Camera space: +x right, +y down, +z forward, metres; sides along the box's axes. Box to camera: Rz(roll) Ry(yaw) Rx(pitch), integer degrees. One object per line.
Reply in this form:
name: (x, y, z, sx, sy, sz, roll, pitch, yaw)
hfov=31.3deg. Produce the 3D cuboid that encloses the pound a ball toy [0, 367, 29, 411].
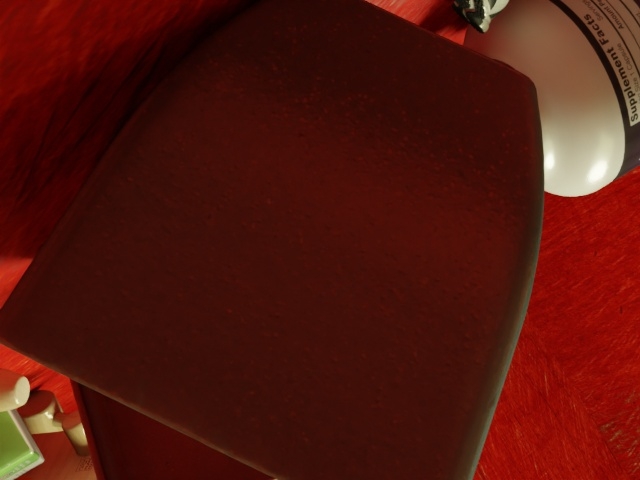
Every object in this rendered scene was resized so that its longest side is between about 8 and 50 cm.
pound a ball toy: (-0.427, 0.227, 1.068, 0.135, 0.208, 0.319, -1, 176, 26)

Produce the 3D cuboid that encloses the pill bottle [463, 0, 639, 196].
pill bottle: (0.249, -0.156, 0.957, 0.323, 0.181, 0.181, -29, 174, -14)

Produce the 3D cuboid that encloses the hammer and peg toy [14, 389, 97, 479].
hammer and peg toy: (-0.381, 0.307, 1.493, 0.266, 0.127, 0.361, -8, -147, 21)

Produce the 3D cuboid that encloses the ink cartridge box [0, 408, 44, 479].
ink cartridge box: (-0.462, 0.269, 1.283, 0.273, 0.115, 0.198, -30, 174, -15)

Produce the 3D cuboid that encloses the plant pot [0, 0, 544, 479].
plant pot: (0.000, 0.000, 0.669, 0.247, 0.248, 0.252, 92, 23, -83)

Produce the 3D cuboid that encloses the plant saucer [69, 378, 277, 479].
plant saucer: (-0.062, 0.087, 0.872, 0.258, 0.259, 0.048, -11, 136, -18)

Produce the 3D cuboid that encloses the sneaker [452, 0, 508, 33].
sneaker: (0.116, -0.182, 0.821, 0.044, 0.040, 0.109, -48, 175, 7)
